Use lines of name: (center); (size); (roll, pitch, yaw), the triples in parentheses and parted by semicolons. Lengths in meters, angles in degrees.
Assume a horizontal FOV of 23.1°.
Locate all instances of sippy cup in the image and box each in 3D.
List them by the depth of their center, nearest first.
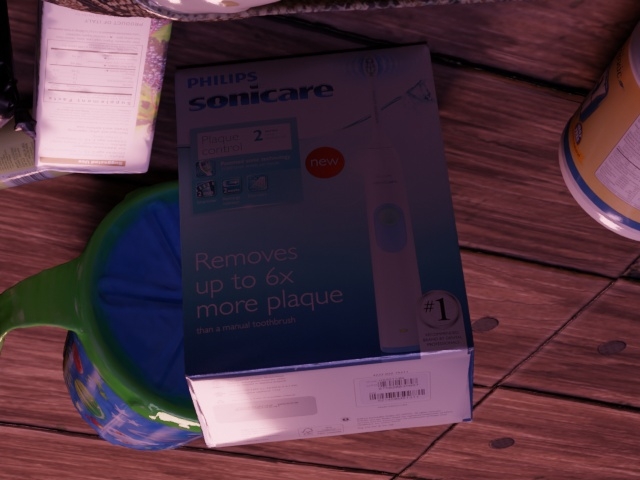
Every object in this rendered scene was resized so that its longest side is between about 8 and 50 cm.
sippy cup: (-0.138, 0.091, 1.464); (0.305, 0.240, 0.224); (37, 148, -5)

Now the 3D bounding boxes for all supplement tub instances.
supplement tub: (0.296, -0.106, 1.274); (0.144, 0.144, 0.199); (6, 145, -17)

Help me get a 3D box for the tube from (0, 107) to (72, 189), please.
tube: (-0.323, -0.066, 1.335); (0.240, 0.070, 0.062); (-12, -175, 16)

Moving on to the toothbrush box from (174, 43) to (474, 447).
toothbrush box: (0.000, 0.000, 1.258); (0.216, 0.295, 0.126); (-5, 146, 1)

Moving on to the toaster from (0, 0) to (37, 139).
toaster: (-0.305, -0.140, 1.100); (0.168, 0.185, 0.110); (25, 126, -39)

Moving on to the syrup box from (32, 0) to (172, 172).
syrup box: (-0.166, -0.156, 1.179); (0.096, 0.093, 0.237); (1, 146, -11)

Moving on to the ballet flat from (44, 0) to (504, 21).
ballet flat: (0.022, -0.209, 0.987); (0.483, 0.182, 0.164); (-4, 116, -18)
